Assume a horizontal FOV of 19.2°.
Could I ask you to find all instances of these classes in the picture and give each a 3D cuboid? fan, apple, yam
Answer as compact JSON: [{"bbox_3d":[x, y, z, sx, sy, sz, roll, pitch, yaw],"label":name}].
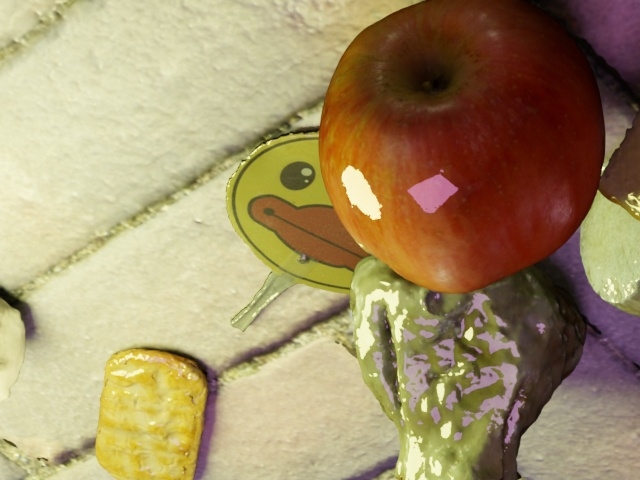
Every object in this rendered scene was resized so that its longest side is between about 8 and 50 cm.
[{"bbox_3d":[0.000,0.001,1.836,0.229,0.011,0.335,26,136,-17],"label":"fan"},{"bbox_3d":[0.120,-0.071,1.571,0.242,0.242,0.241,-8,140,19],"label":"apple"},{"bbox_3d":[0.385,0.046,1.729,0.330,0.133,0.133,25,135,-19],"label":"yam"}]

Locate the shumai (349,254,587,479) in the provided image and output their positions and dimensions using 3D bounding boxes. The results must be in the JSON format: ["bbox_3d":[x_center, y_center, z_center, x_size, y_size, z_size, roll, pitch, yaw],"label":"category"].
[{"bbox_3d":[0.134,0.134,1.796,0.225,0.222,0.261,-17,130,27],"label":"shumai"}]

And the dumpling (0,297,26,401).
[{"bbox_3d":[-0.386,0.090,1.954,0.188,0.108,0.127,37,110,-3],"label":"dumpling"}]

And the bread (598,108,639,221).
[{"bbox_3d":[0.412,0.008,1.462,0.245,0.362,0.233,6,132,-20],"label":"bread"}]

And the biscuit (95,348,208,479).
[{"bbox_3d":[-0.187,0.202,2.074,0.118,0.029,0.247,12,137,0],"label":"biscuit"}]
